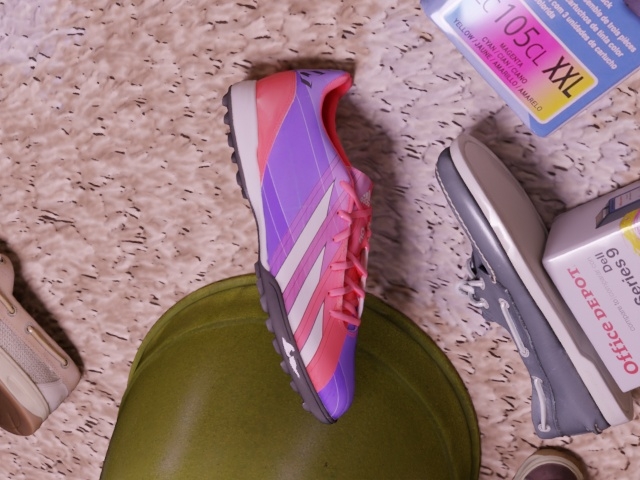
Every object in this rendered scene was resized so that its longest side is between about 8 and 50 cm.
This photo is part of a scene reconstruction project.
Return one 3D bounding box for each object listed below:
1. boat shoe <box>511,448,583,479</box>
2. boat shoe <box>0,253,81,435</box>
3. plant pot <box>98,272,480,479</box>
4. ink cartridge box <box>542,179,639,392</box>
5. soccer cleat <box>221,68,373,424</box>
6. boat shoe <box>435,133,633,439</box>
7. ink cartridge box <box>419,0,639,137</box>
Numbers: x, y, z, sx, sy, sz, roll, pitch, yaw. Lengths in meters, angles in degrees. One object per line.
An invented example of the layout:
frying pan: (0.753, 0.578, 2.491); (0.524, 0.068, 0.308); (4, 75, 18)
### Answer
boat shoe: (0.189, 0.303, 1.907); (0.080, 0.073, 0.223); (25, 121, 2)
boat shoe: (-0.352, 0.052, 1.922); (0.302, 0.098, 0.109); (53, 148, -16)
plant pot: (-0.063, 0.274, 1.803); (0.367, 0.353, 0.366); (7, 119, 13)
ink cartridge box: (0.324, 0.019, 1.705); (0.212, 0.093, 0.154); (-23, 109, 28)
soccer cleat: (0.000, 0.000, 1.717); (0.116, 0.108, 0.318); (-14, 77, 7)
boat shoe: (0.172, 0.052, 1.755); (0.099, 0.116, 0.319); (-24, 114, 22)
ink cartridge box: (0.279, -0.291, 1.448); (0.395, 0.270, 0.151); (-36, 108, 29)
